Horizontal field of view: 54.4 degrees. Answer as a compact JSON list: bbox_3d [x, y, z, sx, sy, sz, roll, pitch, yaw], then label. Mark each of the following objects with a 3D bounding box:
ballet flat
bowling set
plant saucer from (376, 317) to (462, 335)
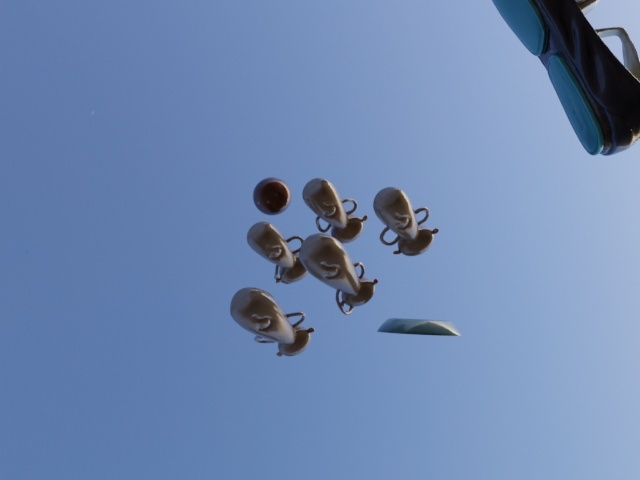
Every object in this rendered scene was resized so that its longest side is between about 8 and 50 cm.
[{"bbox_3d":[0.201,-0.163,0.497,0.074,0.074,0.203,-19,-106,-24],"label":"ballet flat"},{"bbox_3d":[0.000,0.000,0.849,0.287,0.199,0.154,-33,-41,8],"label":"bowling set"},{"bbox_3d":[0.140,0.121,0.879,0.119,0.119,0.021,6,-97,-25],"label":"plant saucer"}]
